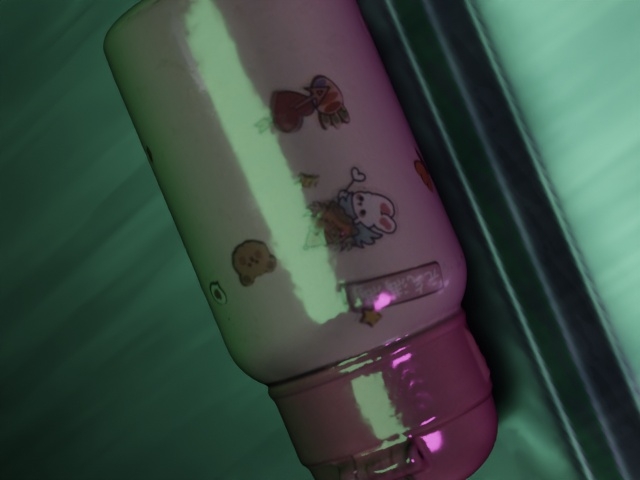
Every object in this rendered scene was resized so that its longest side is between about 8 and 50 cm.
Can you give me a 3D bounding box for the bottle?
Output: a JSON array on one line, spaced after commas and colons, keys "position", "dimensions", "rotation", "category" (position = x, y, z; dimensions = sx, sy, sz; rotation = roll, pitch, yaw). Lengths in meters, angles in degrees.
[{"position": [0.000, 0.000, 0.563], "dimensions": [0.110, 0.110, 0.233], "rotation": [-24, 89, 20], "category": "bottle"}]
